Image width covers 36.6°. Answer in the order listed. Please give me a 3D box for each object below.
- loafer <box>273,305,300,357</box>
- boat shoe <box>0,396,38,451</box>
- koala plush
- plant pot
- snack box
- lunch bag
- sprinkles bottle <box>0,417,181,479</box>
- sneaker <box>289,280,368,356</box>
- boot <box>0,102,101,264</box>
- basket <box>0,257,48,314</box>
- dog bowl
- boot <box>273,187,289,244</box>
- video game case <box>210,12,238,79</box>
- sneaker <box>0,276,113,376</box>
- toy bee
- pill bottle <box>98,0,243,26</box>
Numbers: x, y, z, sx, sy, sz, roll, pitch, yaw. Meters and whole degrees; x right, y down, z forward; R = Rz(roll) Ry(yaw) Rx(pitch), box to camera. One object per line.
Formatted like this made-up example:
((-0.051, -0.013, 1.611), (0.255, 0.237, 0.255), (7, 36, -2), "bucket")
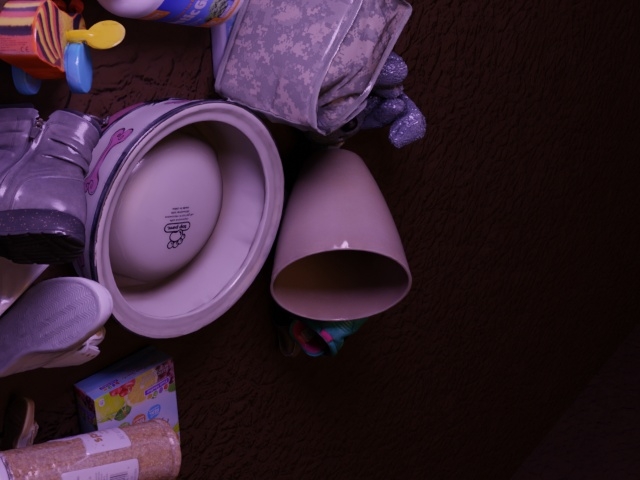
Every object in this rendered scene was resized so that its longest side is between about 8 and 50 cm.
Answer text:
((-0.073, 0.180, 2.038), (0.050, 0.056, 0.148), (-17, 112, -45), "loafer")
((-0.491, 0.312, 1.592), (0.045, 0.050, 0.135), (-9, 126, -53), "boat shoe")
((0.053, -0.257, 1.883), (0.221, 0.203, 0.196), (-32, 126, -9), "koala plush")
((0.029, -0.028, 1.820), (0.256, 0.256, 0.274), (50, 29, -51), "plant pot")
((-0.346, 0.319, 1.754), (0.174, 0.070, 0.207), (-27, 130, -39), "snack box")
((-0.022, -0.321, 1.608), (0.169, 0.235, 0.287), (33, 83, -57), "lunch bag")
((-0.406, 0.378, 1.582), (0.355, 0.121, 0.121), (-4, 112, -41), "sprinkles bottle")
((0.017, 0.154, 2.017), (0.178, 0.295, 0.124), (-41, 97, -1), "sneaker")
((-0.476, -0.082, 1.316), (0.118, 0.338, 0.222), (113, -23, -57), "boot")
((-0.473, 0.012, 1.399), (0.167, 0.103, 0.113), (-49, 141, -21), "basket")
((-0.252, -0.051, 1.604), (0.408, 0.150, 0.408), (-29, 130, -41), "dog bowl")
((-0.097, 0.005, 1.896), (0.198, 0.077, 0.137), (-57, 148, -10), "boot")
((-0.076, -0.470, 1.687), (0.300, 0.036, 0.329), (-29, 129, -40), "video game case")
((-0.380, 0.125, 1.477), (0.169, 0.292, 0.108), (-4, 72, -55), "sneaker")
((-0.378, -0.276, 1.344), (0.195, 0.298, 0.162), (3, 78, -17), "toy bee")
((-0.240, -0.394, 1.401), (0.272, 0.152, 0.152), (-12, 119, -57), "pill bottle")
